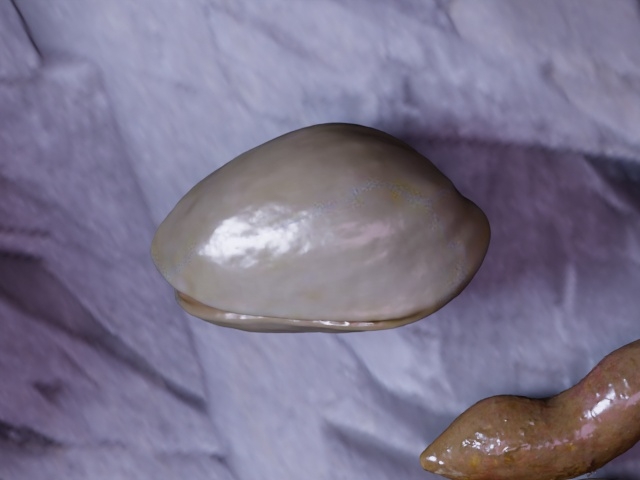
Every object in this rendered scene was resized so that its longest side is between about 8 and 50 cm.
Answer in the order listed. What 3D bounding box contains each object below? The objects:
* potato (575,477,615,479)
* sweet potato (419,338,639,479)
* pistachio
[{"bbox_3d":[0.146,0.221,1.098,0.109,0.118,0.178,31,97,-22],"label":"potato"},{"bbox_3d":[0.163,0.099,1.094,0.218,0.051,0.065,-22,118,6],"label":"sweet potato"},{"bbox_3d":[0.000,0.000,1.029,0.185,0.124,0.124,-16,106,12],"label":"pistachio"}]
